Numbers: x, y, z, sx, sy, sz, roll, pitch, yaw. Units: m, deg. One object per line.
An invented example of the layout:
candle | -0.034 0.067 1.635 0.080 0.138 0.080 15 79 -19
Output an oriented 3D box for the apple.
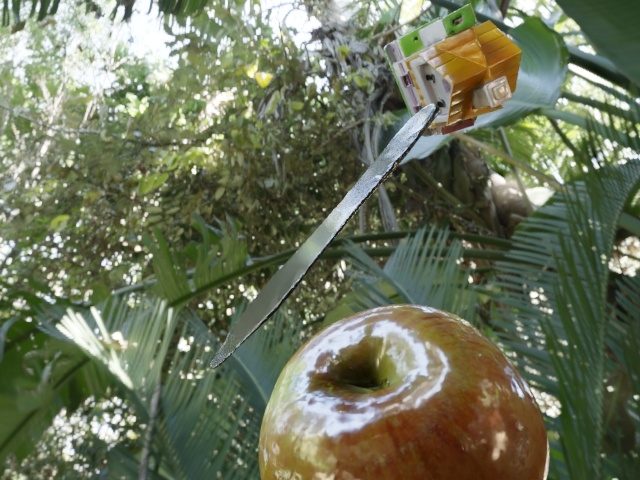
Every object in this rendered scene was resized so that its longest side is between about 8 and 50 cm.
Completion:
apple | 0.111 0.295 0.772 0.400 0.400 0.334 -18 -63 10

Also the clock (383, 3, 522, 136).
clock | 0.285 -0.346 1.098 0.166 0.309 0.235 -27 -76 -6

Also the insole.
insole | 0.000 0.000 0.536 0.009 0.119 0.348 40 -86 -11
